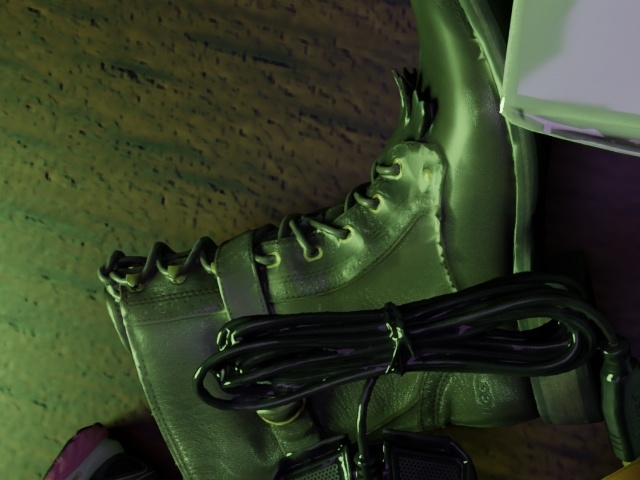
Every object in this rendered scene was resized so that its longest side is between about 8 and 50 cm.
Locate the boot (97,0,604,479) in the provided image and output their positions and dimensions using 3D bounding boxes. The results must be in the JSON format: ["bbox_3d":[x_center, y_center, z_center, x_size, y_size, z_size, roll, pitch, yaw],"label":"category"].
[{"bbox_3d":[0.000,0.000,0.666,0.229,0.091,0.262,-12,96,17],"label":"boot"}]

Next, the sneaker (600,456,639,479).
[{"bbox_3d":[0.134,0.185,0.608,0.123,0.106,0.290,48,151,29],"label":"sneaker"}]

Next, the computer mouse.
[{"bbox_3d":[0.062,0.119,0.638,0.184,0.060,0.262,-12,119,6],"label":"computer mouse"}]

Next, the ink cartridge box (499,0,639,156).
[{"bbox_3d":[0.159,-0.146,0.479,0.131,0.306,0.226,10,100,17],"label":"ink cartridge box"}]

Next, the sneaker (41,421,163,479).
[{"bbox_3d":[-0.131,0.181,0.716,0.077,0.072,0.178,30,68,2],"label":"sneaker"}]
